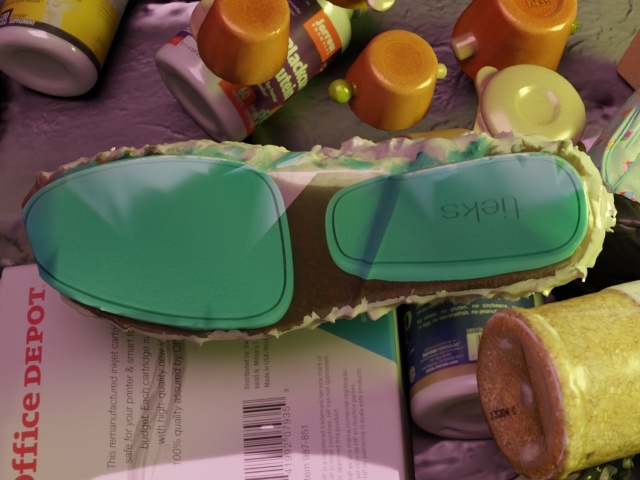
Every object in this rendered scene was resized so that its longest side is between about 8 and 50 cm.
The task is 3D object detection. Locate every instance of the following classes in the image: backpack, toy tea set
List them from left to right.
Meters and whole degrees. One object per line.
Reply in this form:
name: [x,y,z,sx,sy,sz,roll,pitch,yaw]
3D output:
toy tea set: [0.062,-0.158,1.223,0.336,0.124,0.200,18,63,-4]
backpack: [0.255,-0.037,1.151,0.115,0.152,0.182,38,58,-1]

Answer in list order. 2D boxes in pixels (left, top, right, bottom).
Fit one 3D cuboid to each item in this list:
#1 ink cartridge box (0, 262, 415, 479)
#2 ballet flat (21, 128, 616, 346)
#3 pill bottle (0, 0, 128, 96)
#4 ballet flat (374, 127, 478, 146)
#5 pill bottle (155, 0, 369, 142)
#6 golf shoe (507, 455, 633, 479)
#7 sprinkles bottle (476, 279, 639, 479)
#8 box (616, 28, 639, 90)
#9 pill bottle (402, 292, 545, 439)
ink cartridge box: [-0.088,0.127,1.135,0.308,0.129,0.223,-6,62,6]
ballet flat: [0.000,0.000,1.047,0.409,0.147,0.147,-1,63,8]
pill bottle: [-0.229,-0.233,1.363,0.103,0.103,0.184,9,65,15]
ballet flat: [0.032,-0.037,1.160,0.232,0.073,0.080,-24,56,49]
pill bottle: [-0.041,-0.183,1.300,0.193,0.108,0.108,-43,64,-12]
golf shoe: [0.135,0.212,1.069,0.120,0.105,0.273,26,70,27]
sprinkles bottle: [0.289,0.072,1.035,0.355,0.121,0.121,-11,59,-21]
box: [0.343,-0.136,1.188,0.021,0.164,0.201,-10,52,-39]
pill bottle: [0.119,0.050,1.149,0.112,0.112,0.186,-6,61,7]
